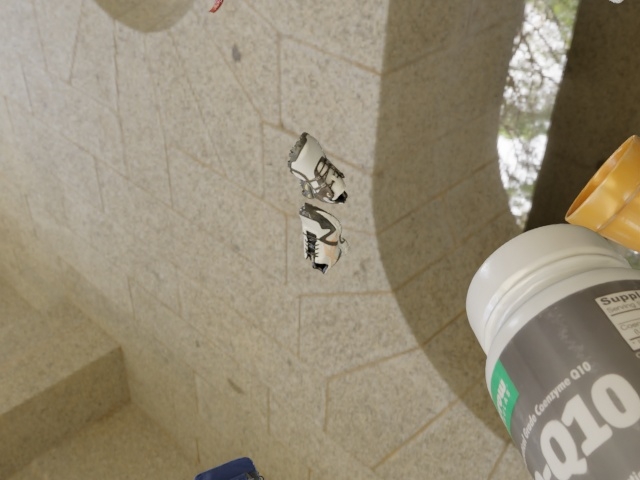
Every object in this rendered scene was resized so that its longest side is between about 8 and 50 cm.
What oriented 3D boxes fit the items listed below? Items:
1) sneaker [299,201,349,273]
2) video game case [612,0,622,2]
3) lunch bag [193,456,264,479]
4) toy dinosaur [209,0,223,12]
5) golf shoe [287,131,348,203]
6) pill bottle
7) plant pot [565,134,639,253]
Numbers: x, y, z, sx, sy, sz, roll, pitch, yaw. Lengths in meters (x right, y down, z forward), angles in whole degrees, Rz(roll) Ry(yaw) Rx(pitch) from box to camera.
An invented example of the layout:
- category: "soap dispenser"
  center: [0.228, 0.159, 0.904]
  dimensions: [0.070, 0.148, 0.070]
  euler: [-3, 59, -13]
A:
- category: "sneaker"
  center: [0.000, 0.000, 0.751]
  dimensions: [0.040, 0.109, 0.044]
  euler: [28, -107, 30]
- category: "video game case"
  center: [0.234, -0.275, 0.462]
  dimensions: [0.023, 0.212, 0.193]
  euler: [25, -147, -1]
- category: "lunch bag"
  center: [-0.120, 0.328, 0.940]
  dimensions: [0.098, 0.065, 0.067]
  euler: [-16, -115, -28]
- category: "toy dinosaur"
  center: [-0.085, -0.249, 0.625]
  dimensions: [0.047, 0.090, 0.082]
  euler: [-11, -165, -4]
- category: "golf shoe"
  center: [0.003, -0.124, 1.281]
  dimensions: [0.094, 0.198, 0.077]
  euler: [26, -101, 20]
- category: "pill bottle"
  center: [0.273, 0.155, 0.641]
  dimensions: [0.204, 0.204, 0.361]
  euler: [-6, -144, -10]
- category: "plant pot"
  center: [0.611, -0.065, 1.379]
  dimensions: [0.188, 0.205, 0.205]
  euler: [38, -134, 8]
